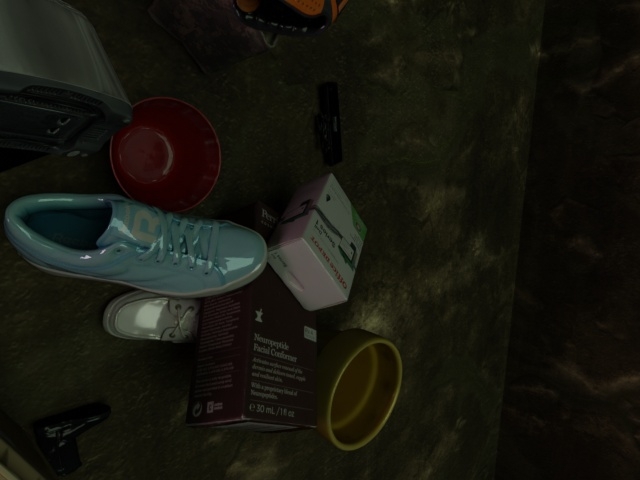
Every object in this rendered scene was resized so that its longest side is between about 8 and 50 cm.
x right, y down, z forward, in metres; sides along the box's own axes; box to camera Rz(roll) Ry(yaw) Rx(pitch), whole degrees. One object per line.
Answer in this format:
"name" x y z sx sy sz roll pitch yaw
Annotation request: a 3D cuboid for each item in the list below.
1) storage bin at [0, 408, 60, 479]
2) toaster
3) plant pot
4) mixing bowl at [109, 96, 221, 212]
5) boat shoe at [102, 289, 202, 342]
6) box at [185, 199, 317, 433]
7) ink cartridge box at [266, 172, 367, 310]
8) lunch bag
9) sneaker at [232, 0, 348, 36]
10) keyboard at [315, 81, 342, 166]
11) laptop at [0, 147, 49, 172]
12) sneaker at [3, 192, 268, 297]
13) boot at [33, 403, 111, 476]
"storage bin" -0.454 0.253 0.506 0.123 0.260 0.262 -42 126 -35
"toaster" -0.328 -0.183 0.450 0.227 0.129 0.147 -12 78 -62
"plant pot" 0.023 0.315 1.002 0.254 0.239 0.254 -13 109 -43
"mixing bowl" -0.269 -0.140 0.703 0.181 0.098 0.182 -12 107 -43
"boat shoe" -0.249 0.142 0.792 0.277 0.096 0.098 6 95 -45
"box" -0.110 0.142 0.786 0.191 0.143 0.382 33 46 -46
"ink cartridge box" 0.000 0.000 0.816 0.160 0.092 0.219 54 33 -26
"lunch bag" -0.108 -0.438 0.693 0.169 0.235 0.287 42 71 -36
"sneaker" -0.076 -0.382 0.496 0.321 0.124 0.180 34 74 -34
"keyboard" 0.016 -0.275 1.009 0.100 0.038 0.192 -38 127 -60
"laptop" -0.538 -0.269 0.466 0.382 0.236 0.408 -36 151 -33
"sneaker" -0.249 0.007 0.613 0.365 0.150 0.135 3 73 -17
"boot" -0.416 0.338 0.712 0.121 0.045 0.099 -5 101 -36
